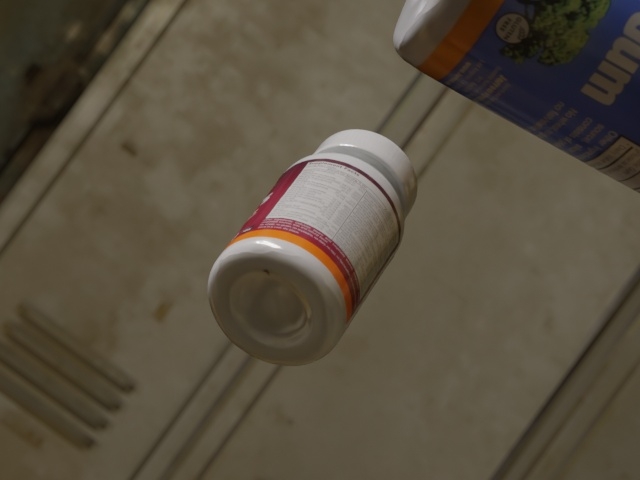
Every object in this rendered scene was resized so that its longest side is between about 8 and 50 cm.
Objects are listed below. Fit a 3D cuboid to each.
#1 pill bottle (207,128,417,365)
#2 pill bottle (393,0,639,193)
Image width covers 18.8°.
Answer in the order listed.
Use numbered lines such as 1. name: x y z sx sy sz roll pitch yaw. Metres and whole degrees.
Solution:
1. pill bottle: 0.000 0.000 1.639 0.121 0.121 0.221 -52 2 38
2. pill bottle: 0.190 -0.101 1.028 0.152 0.272 0.152 -61 7 13
